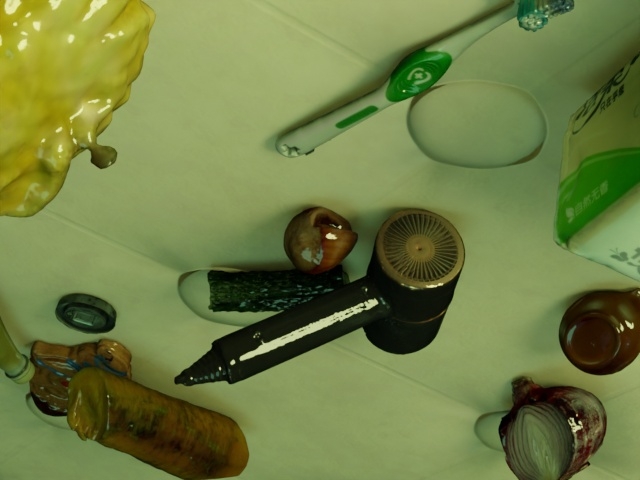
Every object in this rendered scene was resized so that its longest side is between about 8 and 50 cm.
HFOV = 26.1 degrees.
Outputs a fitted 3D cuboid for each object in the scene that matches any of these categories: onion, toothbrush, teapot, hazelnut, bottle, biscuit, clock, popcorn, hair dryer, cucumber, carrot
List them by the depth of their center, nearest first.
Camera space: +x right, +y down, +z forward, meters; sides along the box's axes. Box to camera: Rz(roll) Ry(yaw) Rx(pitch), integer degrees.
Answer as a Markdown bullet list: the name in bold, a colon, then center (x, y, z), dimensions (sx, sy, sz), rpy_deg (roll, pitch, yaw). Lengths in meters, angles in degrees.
- **popcorn**: center (-0.336, -0.192, 1.204), dimensions (0.381, 0.349, 0.349), rpy_deg (41, 158, 26)
- **toothbrush**: center (0.090, -0.163, 1.352), dimensions (0.042, 0.040, 0.418), rpy_deg (30, 147, -29)
- **hair dryer**: center (-0.007, 0.099, 1.573), dimensions (0.352, 0.107, 0.189), rpy_deg (-22, 154, -17)
- **hazelnut**: center (0.000, 0.000, 1.589), dimensions (0.086, 0.086, 0.086), rpy_deg (7, 147, 5)
- **teapot**: center (0.346, 0.105, 1.657), dimensions (0.098, 0.078, 0.129), rpy_deg (50, 130, 11)
- **cucumber**: center (-0.052, 0.063, 1.708), dimensions (0.187, 0.058, 0.058), rpy_deg (-3, 145, 19)
- **onion**: center (0.322, 0.249, 1.859), dimensions (0.098, 0.151, 0.206), rpy_deg (-15, 168, -24)
- **clock**: center (-0.318, 0.100, 1.872), dimensions (0.085, 0.017, 0.085), rpy_deg (7, 147, 4)
- **bottle**: center (-0.470, 0.117, 1.880), dimensions (0.083, 0.083, 0.270), rpy_deg (-6, 145, 23)
- **carrot**: center (-0.233, 0.277, 2.009), dimensions (0.114, 0.114, 0.302), rpy_deg (-20, 146, 38)
- **biscuit**: center (-0.361, 0.209, 2.040), dimensions (0.183, 0.043, 0.280), rpy_deg (28, 140, -21)

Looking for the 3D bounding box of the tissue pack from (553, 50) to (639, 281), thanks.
- **tissue pack**: center (0.450, -0.100, 1.189), dimensions (0.331, 0.205, 0.405), rpy_deg (21, 146, -16)
